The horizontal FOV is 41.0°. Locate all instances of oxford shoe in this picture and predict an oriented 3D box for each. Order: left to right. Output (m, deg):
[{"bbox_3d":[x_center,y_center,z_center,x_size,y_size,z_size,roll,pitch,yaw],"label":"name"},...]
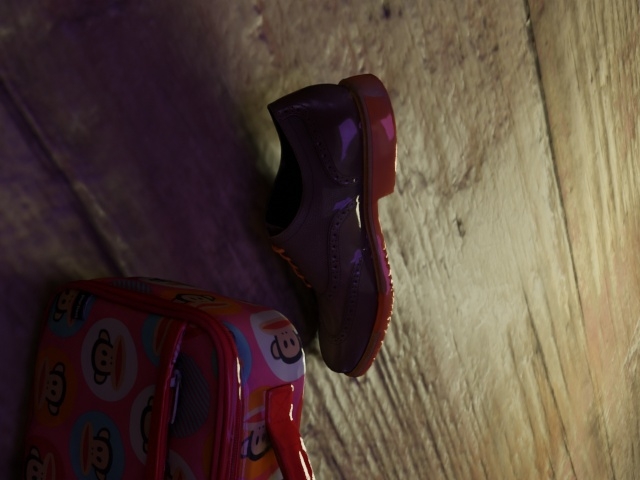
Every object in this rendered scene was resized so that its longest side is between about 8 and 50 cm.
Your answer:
[{"bbox_3d":[0.000,0.000,0.938,0.132,0.130,0.364,-11,118,-18],"label":"oxford shoe"}]

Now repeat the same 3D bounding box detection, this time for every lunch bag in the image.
[{"bbox_3d":[-0.116,0.184,0.674,0.120,0.258,0.293,0,98,-54],"label":"lunch bag"}]
